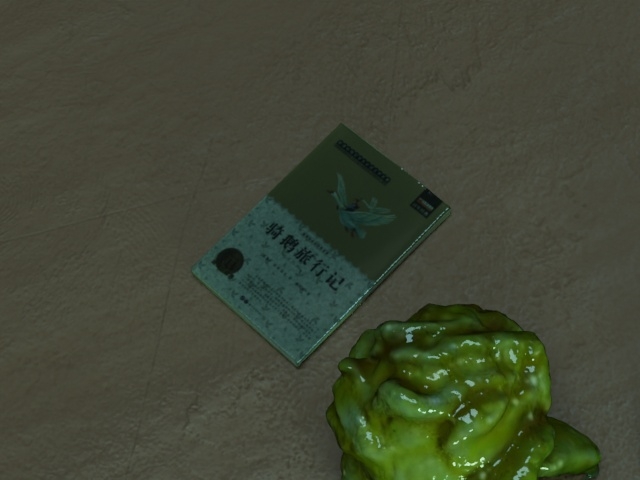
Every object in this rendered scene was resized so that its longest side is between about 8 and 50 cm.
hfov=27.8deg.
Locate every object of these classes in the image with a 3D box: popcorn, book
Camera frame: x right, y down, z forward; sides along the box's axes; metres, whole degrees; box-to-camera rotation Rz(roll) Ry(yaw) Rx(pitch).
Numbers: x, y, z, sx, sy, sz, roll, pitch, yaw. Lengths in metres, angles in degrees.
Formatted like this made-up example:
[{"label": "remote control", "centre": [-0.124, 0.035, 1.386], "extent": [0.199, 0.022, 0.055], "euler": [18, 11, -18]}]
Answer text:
[{"label": "popcorn", "centre": [0.169, 0.227, 1.537], "extent": [0.321, 0.290, 0.325], "euler": [-11, 45, 6]}, {"label": "book", "centre": [0.000, 0.000, 1.807], "extent": [0.217, 0.021, 0.310], "euler": [40, 76, 23]}]
